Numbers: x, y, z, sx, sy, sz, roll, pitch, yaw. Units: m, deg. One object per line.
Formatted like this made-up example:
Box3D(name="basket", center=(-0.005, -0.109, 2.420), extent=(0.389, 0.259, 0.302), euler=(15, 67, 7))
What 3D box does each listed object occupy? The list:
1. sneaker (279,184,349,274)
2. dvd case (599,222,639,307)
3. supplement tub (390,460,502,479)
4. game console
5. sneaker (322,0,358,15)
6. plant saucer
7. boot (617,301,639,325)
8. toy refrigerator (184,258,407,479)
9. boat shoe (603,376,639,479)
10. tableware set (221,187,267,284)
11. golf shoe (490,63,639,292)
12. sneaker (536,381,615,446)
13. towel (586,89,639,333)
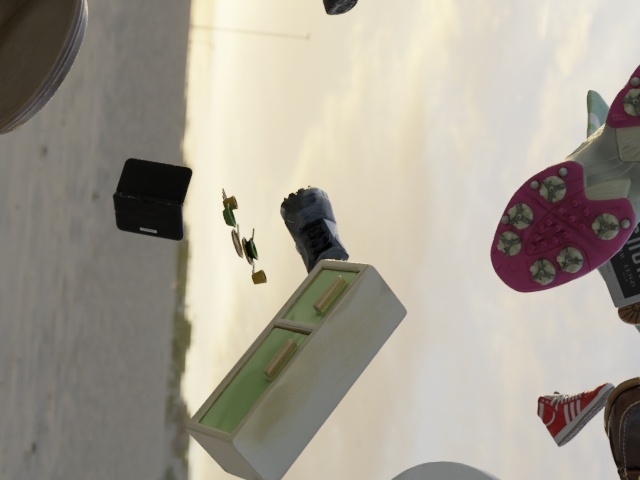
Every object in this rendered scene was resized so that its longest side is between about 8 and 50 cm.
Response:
Box3D(name="sneaker", center=(0.000, 0.000, 1.859), extent=(0.106, 0.078, 0.234), euler=(62, -5, 24))
Box3D(name="dvd case", center=(0.439, -0.037, 1.501), extent=(0.029, 0.238, 0.179), euler=(-20, 89, -65))
Box3D(name="supplement tub", center=(0.174, 0.432, 1.653), extent=(0.331, 0.241, 0.241), euler=(69, 17, -64))
Box3D(name="game console", center=(-0.277, -0.068, 2.071), extent=(0.071, 0.122, 0.107), euler=(-62, 158, -51))
Box3D(name="sneaker", center=(0.032, -0.347, 1.563), extent=(0.170, 0.051, 0.089), euler=(-31, -112, 53))
Box3D(name="plant saucer", center=(-0.407, -0.255, 1.672), extent=(0.278, 0.041, 0.278), euler=(-22, -127, 32))
Box3D(name="boot", center=(0.489, 0.092, 1.771), extent=(0.085, 0.158, 0.059), euler=(102, -34, -64))
Box3D(name="toy refrigerator", center=(-0.028, 0.146, 1.435), extent=(0.269, 0.094, 0.102), euler=(-50, -151, -23))
Box3D(name="boat shoe", center=(0.314, 0.218, 1.153), extent=(0.073, 0.073, 0.207), euler=(-98, 168, -54))
Box3D(name="tableware set", center=(-0.114, -0.002, 1.869), extent=(0.104, 0.024, 0.154), euler=(-97, 168, -61))
Box3D(name="golf shoe", center=(0.297, -0.062, 1.227), extent=(0.306, 0.140, 0.115), euler=(-47, -107, 25))
Box3D(name="sneaker", center=(0.328, 0.209, 1.615), extent=(0.067, 0.042, 0.118), euler=(53, -55, 26))
Box3D(name="towel", center=(0.464, -0.037, 1.887), extent=(0.248, 0.038, 0.325), euler=(47, 39, -39))
